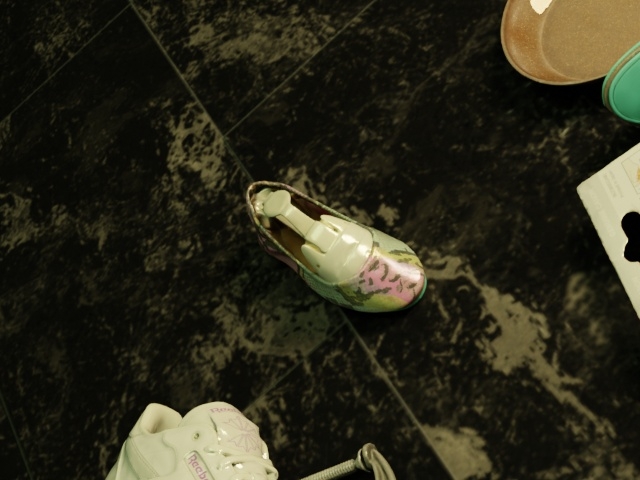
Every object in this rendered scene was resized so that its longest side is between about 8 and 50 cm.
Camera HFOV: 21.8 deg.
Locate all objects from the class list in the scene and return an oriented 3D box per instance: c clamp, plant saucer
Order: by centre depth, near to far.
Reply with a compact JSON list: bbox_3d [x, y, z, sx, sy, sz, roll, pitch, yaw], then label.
[{"bbox_3d":[-0.005,0.207,1.323,0.161,0.022,0.137,-21,45,28],"label":"c clamp"},{"bbox_3d":[0.251,-0.205,1.439,0.198,0.036,0.198,-24,43,25],"label":"plant saucer"}]

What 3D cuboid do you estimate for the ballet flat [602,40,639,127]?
[{"bbox_3d":[0.336,-0.170,1.314,0.247,0.083,0.087,-30,17,18],"label":"ballet flat"}]

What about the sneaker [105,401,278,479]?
[{"bbox_3d":[-0.080,0.206,1.288,0.305,0.114,0.152,14,81,51],"label":"sneaker"}]

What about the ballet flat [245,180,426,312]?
[{"bbox_3d":[0.000,0.000,1.451,0.077,0.079,0.221,-51,40,-8],"label":"ballet flat"}]

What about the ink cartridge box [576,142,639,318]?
[{"bbox_3d":[0.323,-0.037,1.226,0.232,0.066,0.189,-40,39,21],"label":"ink cartridge box"}]
